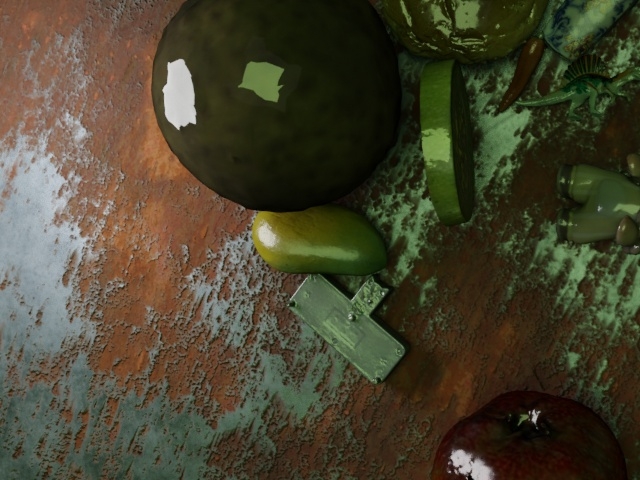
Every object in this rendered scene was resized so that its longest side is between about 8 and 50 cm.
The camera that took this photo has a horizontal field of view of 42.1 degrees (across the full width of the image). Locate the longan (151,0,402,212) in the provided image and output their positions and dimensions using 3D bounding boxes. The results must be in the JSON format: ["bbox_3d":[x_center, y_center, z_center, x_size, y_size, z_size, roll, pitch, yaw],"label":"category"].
[{"bbox_3d":[-0.066,-0.238,1.306,0.390,0.391,0.392,0,91,18],"label":"longan"}]

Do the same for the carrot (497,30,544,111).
[{"bbox_3d":[0.322,-0.267,1.327,0.035,0.035,0.142,30,120,15],"label":"carrot"}]

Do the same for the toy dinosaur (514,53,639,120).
[{"bbox_3d":[0.413,-0.245,1.309,0.187,0.044,0.106,16,82,30],"label":"toy dinosaur"}]

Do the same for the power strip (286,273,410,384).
[{"bbox_3d":[0.062,0.124,1.415,0.215,0.061,0.145,40,103,13],"label":"power strip"}]

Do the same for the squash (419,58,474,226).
[{"bbox_3d":[0.200,-0.143,1.266,0.048,0.252,0.252,-6,89,18],"label":"squash"}]

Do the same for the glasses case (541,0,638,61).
[{"bbox_3d":[0.447,-0.387,1.277,0.248,0.065,0.087,-48,72,16],"label":"glasses case"}]

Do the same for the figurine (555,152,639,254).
[{"bbox_3d":[0.534,-0.033,1.200,0.380,0.203,0.249,9,87,29],"label":"figurine"}]

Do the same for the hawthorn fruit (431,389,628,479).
[{"bbox_3d":[0.333,0.409,1.241,0.284,0.285,0.369,-22,106,17],"label":"hawthorn fruit"}]

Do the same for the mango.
[{"bbox_3d":[-0.001,-0.006,1.411,0.237,0.091,0.137,3,66,9],"label":"mango"}]

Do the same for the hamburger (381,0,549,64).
[{"bbox_3d":[0.231,-0.422,1.313,0.265,0.134,0.285,13,97,19],"label":"hamburger"}]
